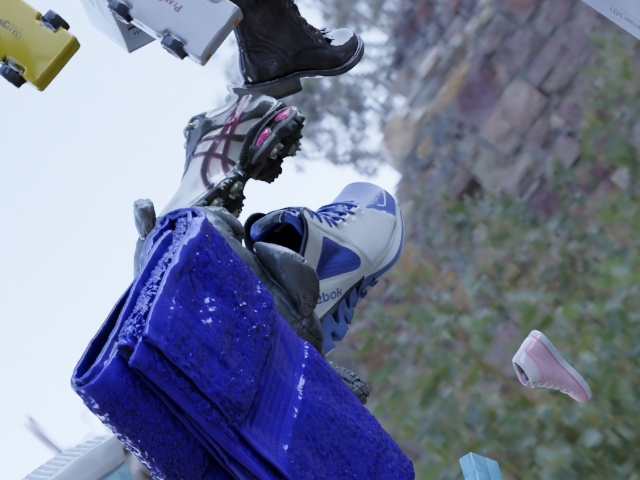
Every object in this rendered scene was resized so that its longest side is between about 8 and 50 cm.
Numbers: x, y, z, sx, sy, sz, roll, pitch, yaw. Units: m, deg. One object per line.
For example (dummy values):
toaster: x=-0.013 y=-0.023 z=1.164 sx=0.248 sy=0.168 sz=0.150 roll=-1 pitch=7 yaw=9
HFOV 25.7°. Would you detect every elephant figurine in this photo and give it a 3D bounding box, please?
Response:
elephant figurine: x=-0.065 y=0.067 z=1.409 sx=0.186 sy=0.239 sz=0.169 roll=-22 pitch=-43 yaw=-56

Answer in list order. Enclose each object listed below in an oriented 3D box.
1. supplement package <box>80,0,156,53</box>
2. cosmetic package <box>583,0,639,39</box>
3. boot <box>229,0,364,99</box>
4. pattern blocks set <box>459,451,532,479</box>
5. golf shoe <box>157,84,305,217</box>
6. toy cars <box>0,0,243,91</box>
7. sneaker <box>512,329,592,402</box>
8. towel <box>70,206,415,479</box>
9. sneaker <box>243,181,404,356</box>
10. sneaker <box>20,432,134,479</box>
supplement package: x=-0.268 y=-0.441 z=1.985 sx=0.198 sy=0.199 sz=0.262 roll=-30 pitch=-60 yaw=-13
cosmetic package: x=0.393 y=-0.469 z=1.974 sx=0.097 sy=0.377 sz=0.284 roll=-36 pitch=-30 yaw=-22
boot: x=-0.048 y=-0.326 z=1.931 sx=0.263 sy=0.091 sz=0.229 roll=-33 pitch=-65 yaw=-45
pattern blocks set: x=0.238 y=0.382 z=1.456 sx=0.026 sy=0.285 sz=0.325 roll=-39 pitch=36 yaw=30
golf shoe: x=-0.135 y=-0.085 z=1.741 sx=0.273 sy=0.120 sz=0.105 roll=-48 pitch=-16 yaw=-34
toy cars: x=-0.274 y=-0.262 z=1.725 sx=0.087 sy=0.394 sz=0.176 roll=50 pitch=-144 yaw=-65
sneaker: x=0.327 y=0.199 z=2.016 sx=0.070 sy=0.134 sz=0.051 roll=-46 pitch=15 yaw=-15
towel: x=-0.034 y=0.134 z=1.029 sx=0.076 sy=0.308 sz=0.227 roll=-28 pitch=22 yaw=27
sneaker: x=-0.001 y=0.001 z=1.904 sx=0.182 sy=0.127 sz=0.315 roll=62 pitch=-140 yaw=-32
sneaker: x=-0.296 y=0.335 z=1.509 sx=0.135 sy=0.150 sz=0.366 roll=-24 pitch=4 yaw=31
